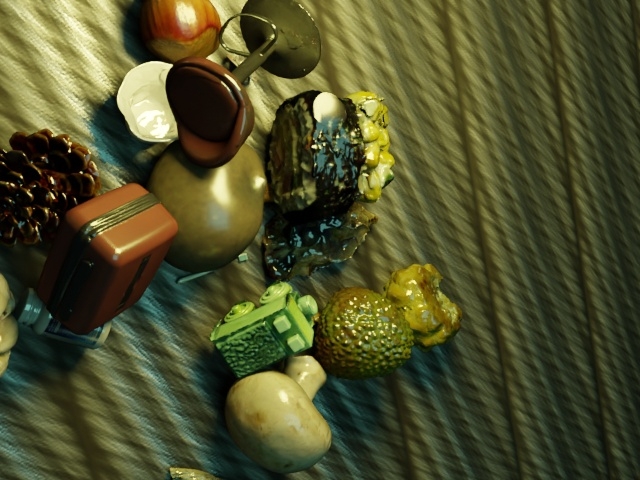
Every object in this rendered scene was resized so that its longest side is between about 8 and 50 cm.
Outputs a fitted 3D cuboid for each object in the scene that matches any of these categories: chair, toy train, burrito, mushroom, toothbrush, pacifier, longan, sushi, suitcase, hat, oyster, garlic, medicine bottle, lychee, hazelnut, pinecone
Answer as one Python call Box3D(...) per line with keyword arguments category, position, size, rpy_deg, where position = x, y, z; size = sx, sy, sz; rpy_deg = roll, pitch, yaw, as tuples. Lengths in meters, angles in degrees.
Box3D(category="chair", position=(-0.181, -0.360, 1.614), size=(0.226, 0.226, 0.401), rpy_deg=(54, 48, -24))
Box3D(category="toy train", position=(-0.137, 0.222, 1.829), size=(0.271, 0.188, 0.159), rpy_deg=(-26, 109, 15))
Box3D(category="burrito", position=(-0.294, 0.634, 1.887), size=(0.229, 0.058, 0.063), rpy_deg=(27, 83, -32))
Box3D(category="mushroom", position=(-0.085, 0.431, 1.863), size=(0.290, 0.297, 0.298), rpy_deg=(-45, 116, -33))
Box3D(category="toothbrush", position=(-0.276, 0.070, 1.863), size=(0.204, 0.017, 0.022), rpy_deg=(-21, 86, -29))
Box3D(category="pacifier", position=(-0.206, -0.420, 1.829), size=(0.078, 0.081, 0.099), rpy_deg=(-45, 119, 12))
Box3D(category="longan", position=(-0.271, -0.097, 1.701), size=(0.288, 0.288, 0.350), rpy_deg=(23, 68, -31))
Box3D(category="sushi", position=(0.041, -0.203, 1.795), size=(0.285, 0.328, 0.329), rpy_deg=(-2, 85, -22))
Box3D(category="suitcase", position=(-0.451, 0.040, 1.535), size=(0.161, 0.297, 0.236), rpy_deg=(44, 38, 7))
Box3D(category="hat", position=(-0.380, -0.297, 1.681), size=(0.203, 0.126, 0.203), rpy_deg=(6, 74, -22))
Box3D(category="oyster", position=(0.010, 0.002, 1.993), size=(0.361, 0.096, 0.221), rpy_deg=(-4, 104, -29))
Box3D(category="garlic", position=(-0.714, 0.208, 1.502), size=(0.281, 0.203, 0.185), rpy_deg=(-56, 136, -18))
Box3D(category="medicine bottle", position=(-0.575, 0.171, 1.634), size=(0.191, 0.107, 0.107), rpy_deg=(23, 83, -31))
Box3D(category="lychee", position=(0.090, 0.251, 1.968), size=(0.270, 0.320, 0.270), rpy_deg=(-37, 143, -35))
Box3D(category="hazelnut", position=(-0.331, -0.507, 1.686), size=(0.210, 0.210, 0.186), rpy_deg=(26, 112, -31))
Box3D(category="pinecone", position=(-0.589, -0.100, 1.499), size=(0.246, 0.292, 0.246), rpy_deg=(2, 111, 6))

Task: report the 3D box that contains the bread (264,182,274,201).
Box3D(category="bread", position=(-0.117, -0.129, 1.923), size=(0.157, 0.044, 0.052), rpy_deg=(-8, 72, -30))

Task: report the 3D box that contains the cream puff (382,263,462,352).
Box3D(category="cream puff", position=(0.286, 0.203, 2.147), size=(0.282, 0.185, 0.282), rpy_deg=(37, 35, -32))
